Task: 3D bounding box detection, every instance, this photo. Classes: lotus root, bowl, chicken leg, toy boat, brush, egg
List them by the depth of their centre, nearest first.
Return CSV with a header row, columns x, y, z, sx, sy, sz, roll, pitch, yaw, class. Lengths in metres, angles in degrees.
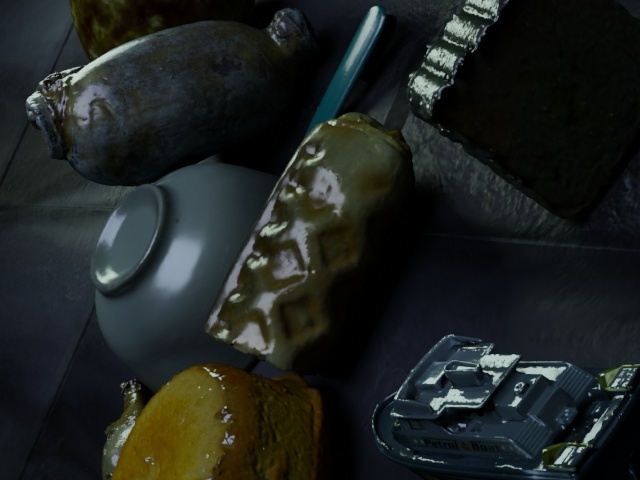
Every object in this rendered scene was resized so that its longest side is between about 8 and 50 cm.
x,y,z,sx,sy,sz,roll,pitch,yaw,class
0.132,0.141,1.110,0.114,0.122,0.296,-47,22,-26,toy boat
0.032,-0.171,1.580,0.193,0.032,0.043,-63,35,19,brush
-0.161,0.025,1.582,0.289,0.146,0.289,-34,40,35,bowl
-0.212,0.217,1.585,0.093,0.070,0.178,-52,26,25,chicken leg
-0.159,-0.163,1.657,0.349,0.175,0.175,-20,35,-9,lotus root
-0.203,-0.303,1.812,0.238,0.238,0.289,-1,80,54,egg

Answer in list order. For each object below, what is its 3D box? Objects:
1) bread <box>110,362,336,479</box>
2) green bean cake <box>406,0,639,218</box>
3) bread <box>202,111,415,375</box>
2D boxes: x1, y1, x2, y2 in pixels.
x,y,z,sx,sy,sz,roll,pitch,yaw,class
-0.098,0.236,1.335,0.268,0.146,0.268,-39,35,35,bread
0.184,-0.134,1.203,0.173,0.181,0.094,-56,24,7,green bean cake
0.000,0.000,1.397,0.152,0.130,0.267,16,77,62,bread
